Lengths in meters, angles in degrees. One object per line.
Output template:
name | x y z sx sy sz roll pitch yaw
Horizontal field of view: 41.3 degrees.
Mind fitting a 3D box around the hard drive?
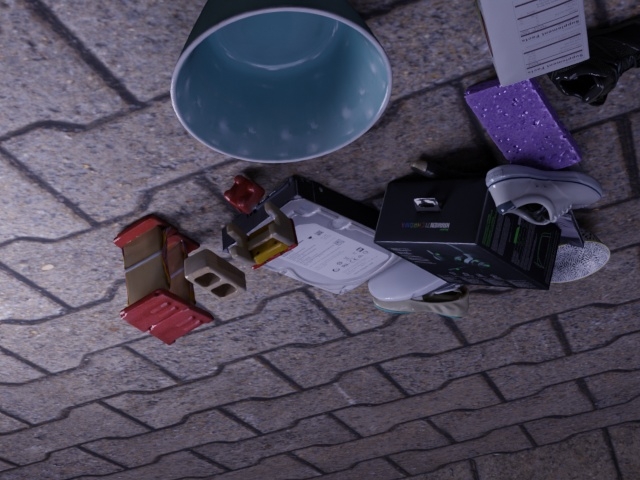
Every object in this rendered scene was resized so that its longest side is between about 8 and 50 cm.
hard drive | 0.000 0.000 1.744 0.339 0.064 0.237 24 136 -37

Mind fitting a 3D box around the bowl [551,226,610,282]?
bowl | 0.537 0.017 1.856 0.170 0.080 0.170 -6 148 -4

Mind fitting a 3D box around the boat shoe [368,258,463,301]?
boat shoe | 0.258 0.072 1.875 0.301 0.108 0.102 -23 143 11

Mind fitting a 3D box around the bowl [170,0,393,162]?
bowl | -0.061 -0.268 1.224 0.312 0.163 0.311 -5 146 -3

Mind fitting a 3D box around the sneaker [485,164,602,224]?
sneaker | 0.398 -0.071 1.500 0.258 0.091 0.094 3 164 -29

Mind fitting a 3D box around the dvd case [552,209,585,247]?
dvd case | 0.432 -0.039 1.690 0.165 0.018 0.221 16 170 27

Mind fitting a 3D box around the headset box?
headset box | 0.277 -0.012 1.631 0.246 0.131 0.283 1 161 47

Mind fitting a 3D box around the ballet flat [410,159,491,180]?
ballet flat | 0.247 -0.132 1.616 0.173 0.049 0.057 10 -172 -24

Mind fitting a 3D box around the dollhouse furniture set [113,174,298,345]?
dollhouse furniture set | -0.208 0.022 1.624 0.374 0.201 0.152 -28 142 19

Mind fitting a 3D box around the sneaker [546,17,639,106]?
sneaker | 0.472 -0.279 1.345 0.228 0.130 0.087 -9 149 -1

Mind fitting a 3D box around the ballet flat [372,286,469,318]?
ballet flat | 0.242 0.127 1.985 0.249 0.086 0.086 7 145 -23

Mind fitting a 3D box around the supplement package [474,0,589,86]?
supplement package | 0.281 -0.355 1.178 0.134 0.139 0.244 -17 145 12

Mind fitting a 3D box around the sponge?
sponge | 0.349 -0.197 1.456 0.117 0.031 0.210 -17 129 37

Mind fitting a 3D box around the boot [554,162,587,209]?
boot | 0.434 -0.119 1.612 0.123 0.095 0.258 -23 143 17
